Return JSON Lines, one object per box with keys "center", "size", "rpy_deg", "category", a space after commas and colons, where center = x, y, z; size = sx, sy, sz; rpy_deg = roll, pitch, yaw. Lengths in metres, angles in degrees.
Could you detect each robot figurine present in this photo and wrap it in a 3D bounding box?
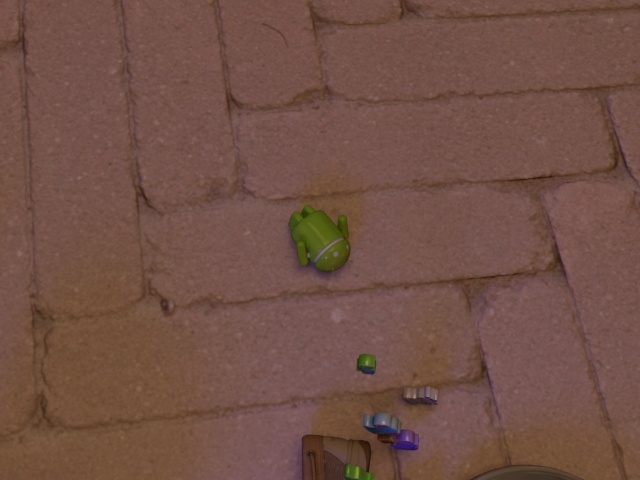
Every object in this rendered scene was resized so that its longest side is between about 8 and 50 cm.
{"center": [0.000, 0.000, 1.410], "size": [0.101, 0.067, 0.115], "rpy_deg": [-31, 74, -31], "category": "robot figurine"}

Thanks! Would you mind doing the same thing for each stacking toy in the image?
{"center": [0.103, 0.264, 1.244], "size": [0.052, 0.221, 0.167], "rpy_deg": [-8, 62, 29], "category": "stacking toy"}

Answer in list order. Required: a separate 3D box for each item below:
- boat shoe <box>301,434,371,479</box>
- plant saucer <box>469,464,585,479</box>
{"center": [-0.006, 0.427, 1.205], "size": [0.110, 0.122, 0.341], "rpy_deg": [9, 56, 2], "category": "boat shoe"}
{"center": [0.315, 0.489, 1.189], "size": [0.400, 0.100, 0.401], "rpy_deg": [7, 64, -15], "category": "plant saucer"}
